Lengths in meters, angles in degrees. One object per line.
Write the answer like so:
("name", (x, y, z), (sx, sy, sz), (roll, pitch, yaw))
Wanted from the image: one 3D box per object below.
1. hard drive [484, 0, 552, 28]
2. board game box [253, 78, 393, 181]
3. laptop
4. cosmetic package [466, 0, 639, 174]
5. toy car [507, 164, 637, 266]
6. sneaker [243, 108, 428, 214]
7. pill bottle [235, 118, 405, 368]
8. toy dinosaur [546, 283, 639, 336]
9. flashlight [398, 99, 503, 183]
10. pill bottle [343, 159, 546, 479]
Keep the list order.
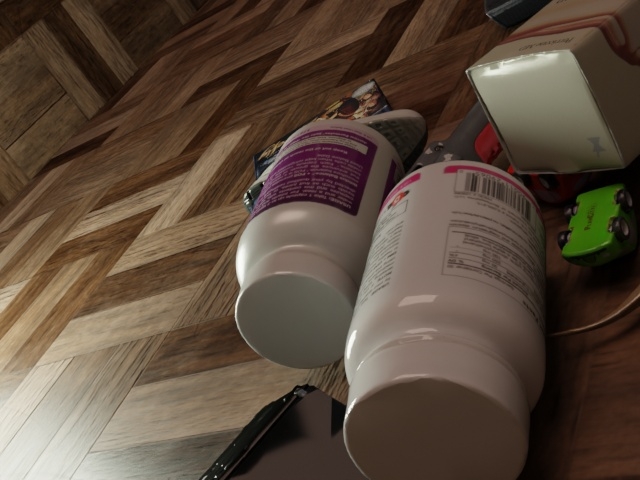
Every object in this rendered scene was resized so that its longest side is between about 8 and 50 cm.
("hard drive", (0.358, -0.440, 1.544), (0.172, 0.054, 0.254), (-23, 27, 28))
("board game box", (0.005, -0.159, 1.512), (0.243, 0.042, 0.165), (-32, 23, 8))
("laptop", (-0.048, 0.258, 0.831), (0.234, 0.136, 0.264), (-46, -1, -24))
("cosmetic package", (0.308, -0.201, 0.933), (0.296, 0.129, 0.153), (-41, 22, -24))
("toy car", (0.278, -0.043, 0.901), (0.239, 0.053, 0.225), (-18, 29, 37))
("sneaker", (0.019, -0.122, 1.326), (0.297, 0.111, 0.129), (-20, 33, 30))
("pill bottle", (0.000, 0.000, 1.055), (0.169, 0.169, 0.301), (-24, 25, 25))
("toy dinosaur", (0.294, 0.018, 0.780), (0.211, 0.064, 0.112), (-43, -3, -24))
("flashlight", (0.223, -0.134, 1.109), (0.103, 0.103, 0.304), (6, 52, 52))
("pill bottle", (0.108, 0.068, 0.787), (0.160, 0.160, 0.283), (-23, 26, 27))
